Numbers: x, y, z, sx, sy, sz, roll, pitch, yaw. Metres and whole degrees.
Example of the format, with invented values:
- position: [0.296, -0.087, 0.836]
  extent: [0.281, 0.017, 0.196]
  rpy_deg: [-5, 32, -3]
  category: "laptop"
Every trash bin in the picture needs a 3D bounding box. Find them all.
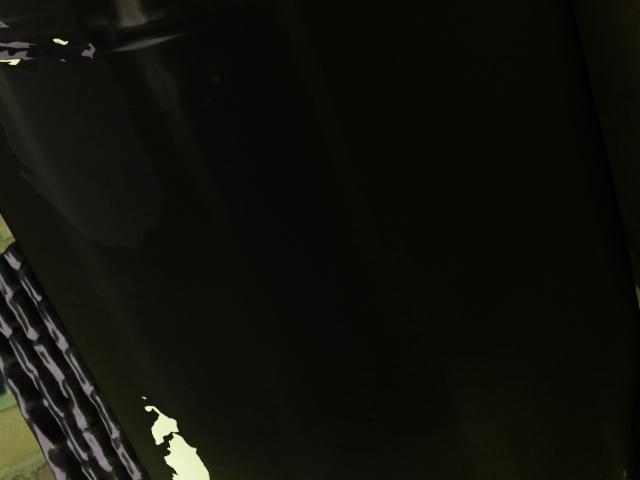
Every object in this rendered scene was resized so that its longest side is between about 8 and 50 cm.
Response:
- position: [-0.005, -0.023, 0.543]
  extent: [0.203, 0.252, 0.301]
  rpy_deg: [-64, -38, -44]
  category: "trash bin"

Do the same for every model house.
- position: [-0.089, 0.126, 1.300]
  extent: [0.360, 0.339, 0.297]
  rpy_deg: [59, 171, 12]
  category: "model house"
